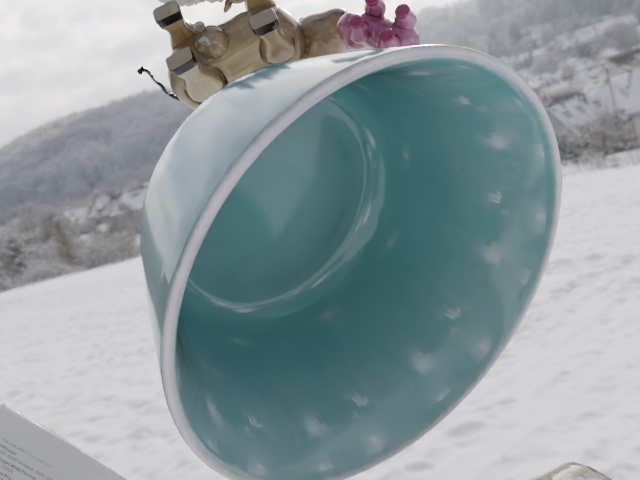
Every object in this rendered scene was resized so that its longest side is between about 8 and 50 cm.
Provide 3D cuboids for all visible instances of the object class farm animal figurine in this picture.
[{"bbox_3d":[-0.038,-0.214,0.906,0.327,0.330,0.172,-7,-21,13],"label":"farm animal figurine"}]

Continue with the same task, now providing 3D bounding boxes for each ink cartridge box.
[{"bbox_3d":[-0.339,0.320,0.802,0.171,0.168,0.232,-33,25,48],"label":"ink cartridge box"}]

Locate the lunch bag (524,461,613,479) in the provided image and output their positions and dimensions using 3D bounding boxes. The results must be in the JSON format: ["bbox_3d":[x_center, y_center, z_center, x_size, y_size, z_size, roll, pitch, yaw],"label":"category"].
[{"bbox_3d":[0.112,0.328,0.491,0.256,0.305,0.212,-4,24,-31],"label":"lunch bag"}]

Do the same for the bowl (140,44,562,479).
[{"bbox_3d":[0.000,0.000,0.551,0.312,0.311,0.163,-21,36,-28],"label":"bowl"}]
